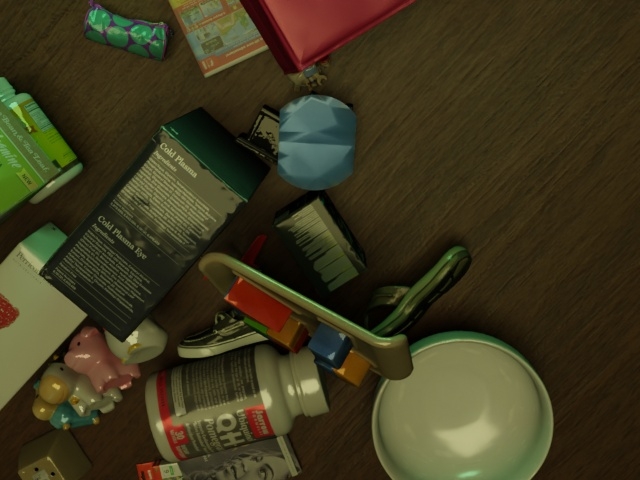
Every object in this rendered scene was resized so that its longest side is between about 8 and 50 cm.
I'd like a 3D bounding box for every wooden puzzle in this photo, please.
[{"bbox_3d":[-0.023,0.151,1.568,0.348,0.322,0.080,23,77,14],"label":"wooden puzzle"}]

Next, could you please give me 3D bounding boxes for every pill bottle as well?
[{"bbox_3d":[-0.532,-0.180,1.687,0.117,0.117,0.215,-34,101,9],"label":"pill bottle"},{"bbox_3d":[-0.150,0.293,1.762,0.318,0.176,0.176,-15,103,3],"label":"pill bottle"}]

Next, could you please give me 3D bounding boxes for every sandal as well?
[{"bbox_3d":[0.151,0.109,1.757,0.303,0.120,0.086,-44,71,9],"label":"sandal"}]

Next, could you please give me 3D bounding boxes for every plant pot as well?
[{"bbox_3d":[-0.531,0.447,1.855,0.109,0.096,0.109,-27,102,8],"label":"plant pot"}]

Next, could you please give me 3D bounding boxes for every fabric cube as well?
[{"bbox_3d":[-0.009,-0.441,1.518,0.254,0.259,0.258,-31,101,-3],"label":"fabric cube"}]

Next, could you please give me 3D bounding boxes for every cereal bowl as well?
[{"bbox_3d":[0.260,0.321,1.778,0.339,0.141,0.339,1,105,2],"label":"cereal bowl"}]

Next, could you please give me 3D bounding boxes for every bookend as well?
[{"bbox_3d":[-0.046,-0.210,1.689,0.156,0.072,0.157,30,103,-5],"label":"bookend"}]

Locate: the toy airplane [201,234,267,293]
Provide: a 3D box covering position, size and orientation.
[{"bbox_3d":[-0.157,0.046,1.740,0.151,0.028,0.151,-20,139,-18],"label":"toy airplane"}]

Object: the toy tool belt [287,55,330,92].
[{"bbox_3d":[-0.016,-0.295,1.684,0.083,0.052,0.051,-18,134,9],"label":"toy tool belt"}]

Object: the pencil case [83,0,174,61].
[{"bbox_3d":[-0.339,-0.368,1.661,0.152,0.064,0.070,15,120,-3],"label":"pencil case"}]

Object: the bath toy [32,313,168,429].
[{"bbox_3d":[-0.411,0.219,1.727,0.348,0.151,0.129,-44,59,36],"label":"bath toy"}]

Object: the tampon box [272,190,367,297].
[{"bbox_3d":[0.000,0.000,1.715,0.101,0.120,0.161,-32,101,8],"label":"tampon box"}]

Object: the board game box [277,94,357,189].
[{"bbox_3d":[-0.007,-0.173,1.644,0.133,0.033,0.168,1,109,-4],"label":"board game box"}]

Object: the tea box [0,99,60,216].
[{"bbox_3d":[-0.669,-0.060,1.556,0.329,0.323,0.220,-28,105,45],"label":"tea box"}]

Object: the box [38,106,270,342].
[{"bbox_3d":[-0.264,-0.041,1.598,0.179,0.343,0.312,40,102,-6],"label":"box"}]

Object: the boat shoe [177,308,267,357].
[{"bbox_3d":[-0.169,0.164,1.788,0.219,0.078,0.070,-16,104,-3],"label":"boat shoe"}]

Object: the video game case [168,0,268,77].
[{"bbox_3d":[-0.174,-0.458,1.654,0.204,0.025,0.285,-23,102,7],"label":"video game case"}]

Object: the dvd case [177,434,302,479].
[{"bbox_3d":[-0.167,0.427,1.864,0.221,0.018,0.164,-21,102,-2],"label":"dvd case"}]

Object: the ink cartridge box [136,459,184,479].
[{"bbox_3d":[-0.309,0.472,1.889,0.115,0.029,0.063,-10,103,3],"label":"ink cartridge box"}]

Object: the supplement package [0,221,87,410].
[{"bbox_3d":[-0.549,0.140,1.737,0.177,0.175,0.293,42,101,-7],"label":"supplement package"}]
